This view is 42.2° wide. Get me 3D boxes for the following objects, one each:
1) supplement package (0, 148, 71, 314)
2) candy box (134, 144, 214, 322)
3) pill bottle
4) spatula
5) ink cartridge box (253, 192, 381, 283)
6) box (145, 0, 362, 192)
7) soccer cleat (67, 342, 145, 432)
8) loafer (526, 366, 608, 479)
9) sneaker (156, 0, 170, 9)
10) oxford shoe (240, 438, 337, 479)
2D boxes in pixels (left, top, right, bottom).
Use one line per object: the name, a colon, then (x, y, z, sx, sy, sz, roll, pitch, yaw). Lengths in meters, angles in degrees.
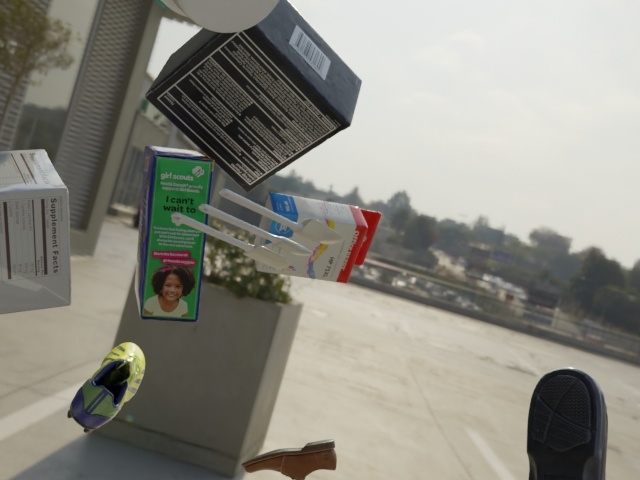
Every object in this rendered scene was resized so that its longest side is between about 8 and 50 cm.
supplement package: (-0.387, -0.004, 0.833, 0.244, 0.134, 0.139, -6, 26, -26)
candy box: (-0.301, -0.024, 1.667, 0.122, 0.317, 0.268, 3, 9, -16)
pill bottle: (-0.155, -0.369, 1.018, 0.160, 0.160, 0.283, 16, 24, -36)
spatula: (-0.101, -0.019, 1.324, 0.242, 0.019, 0.168, 27, -33, -36)
ink cartridge box: (0.000, 0.000, 1.575, 0.231, 0.134, 0.078, 8, 31, -18)
box: (-0.129, -0.303, 1.647, 0.294, 0.183, 0.296, -29, -61, 33)
soccer cleat: (-0.388, 0.265, 1.607, 0.093, 0.121, 0.289, 42, 17, -6)
loafer: (0.264, 0.293, 0.887, 0.109, 0.303, 0.095, 1, -19, 40)
sneaker: (-0.256, -0.466, 1.395, 0.123, 0.178, 0.295, -9, -3, -21)
oxford shoe: (-0.067, 0.478, 1.762, 0.212, 0.076, 0.076, -12, -6, 14)
